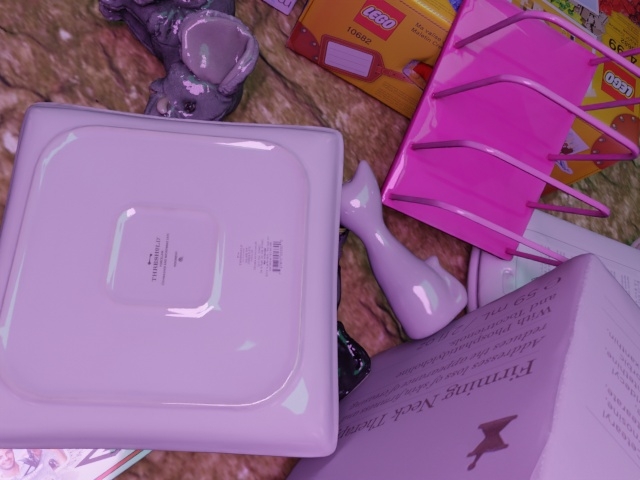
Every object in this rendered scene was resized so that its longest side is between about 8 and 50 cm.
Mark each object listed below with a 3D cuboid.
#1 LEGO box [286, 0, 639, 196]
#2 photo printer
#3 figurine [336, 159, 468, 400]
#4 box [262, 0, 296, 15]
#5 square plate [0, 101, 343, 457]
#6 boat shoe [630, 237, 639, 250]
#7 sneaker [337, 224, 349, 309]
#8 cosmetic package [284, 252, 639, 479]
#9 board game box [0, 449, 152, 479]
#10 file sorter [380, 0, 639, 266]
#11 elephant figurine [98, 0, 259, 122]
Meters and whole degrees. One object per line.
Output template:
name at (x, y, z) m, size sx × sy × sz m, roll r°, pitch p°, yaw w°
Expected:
LEGO box at (0.251, -0.361, 0.843) m, size 0.499 × 0.193 × 0.373 m, roll 26°, pitch 64°, yaw -15°
photo printer at (0.352, 0.097, 0.787) m, size 0.307 × 0.107 × 0.256 m, roll 17°, pitch 67°, yaw -18°
figurine at (0.023, 0.042, 0.608) m, size 0.214 × 0.092 × 0.210 m, roll -35°, pitch 92°, yaw -1°
box at (-0.018, -0.504, 0.746) m, size 0.126 × 0.231 × 0.262 m, roll 26°, pitch 64°, yaw -14°
square plate at (-0.147, 0.020, 0.515) m, size 0.343 × 0.049 × 0.348 m, roll 4°, pitch 70°, yaw -5°
boat shoe at (0.584, 0.160, 0.875) m, size 0.113 × 0.127 × 0.341 m, roll 24°, pitch 52°, yaw -48°
sneaker at (0.000, 0.000, 0.673) m, size 0.067 × 0.078 × 0.188 m, roll 4°, pitch 80°, yaw -24°
cosmetic package at (0.163, 0.284, 0.452) m, size 0.327 × 0.329 × 0.393 m, roll 51°, pitch 40°, yaw -1°
board game box at (-0.225, 0.122, 0.552) m, size 0.317 × 0.046 × 0.214 m, roll -32°, pitch 89°, yaw -29°
file sorter at (0.235, -0.133, 0.605) m, size 0.202 × 0.182 × 0.291 m, roll 23°, pitch 92°, yaw -15°
elephant figurine at (-0.152, -0.209, 0.652) m, size 0.240 × 0.185 × 0.169 m, roll 65°, pitch 20°, yaw -6°
